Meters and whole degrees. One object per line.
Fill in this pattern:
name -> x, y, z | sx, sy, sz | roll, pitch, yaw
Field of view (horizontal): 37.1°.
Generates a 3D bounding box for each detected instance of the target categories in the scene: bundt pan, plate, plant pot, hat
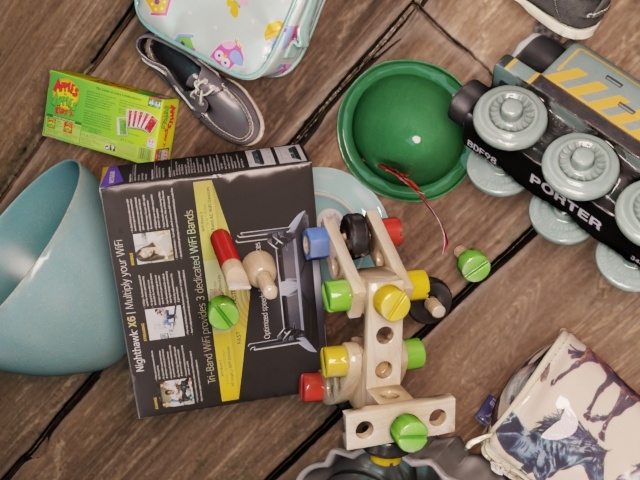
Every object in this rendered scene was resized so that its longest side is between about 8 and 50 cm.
bundt pan -> 0.124, 0.365, 1.167 | 0.331, 0.124, 0.331 | 13, 117, 26
plate -> 0.000, 0.000, 1.225 | 0.188, 0.024, 0.188 | 4, 102, 22
plant pot -> -0.336, 0.065, 1.263 | 0.290, 0.290, 0.195 | -37, 122, 24
hat -> 0.085, -0.113, 1.081 | 0.208, 0.183, 0.173 | 18, 107, 18

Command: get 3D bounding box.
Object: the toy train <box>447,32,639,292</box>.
toy train -> 0.300, -0.089, 1.002 | 0.334, 0.142, 0.190 | 39, 71, 22

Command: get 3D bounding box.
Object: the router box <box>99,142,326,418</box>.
router box -> -0.122, 0.051, 1.159 | 0.243, 0.081, 0.309 | -7, 113, -8

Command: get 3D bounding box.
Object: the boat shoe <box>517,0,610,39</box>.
boat shoe -> 0.213, -0.312, 1.035 | 0.233, 0.084, 0.079 | 35, 151, 13

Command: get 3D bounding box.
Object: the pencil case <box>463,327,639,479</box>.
pencil case -> 0.359, 0.299, 1.058 | 0.410, 0.160, 0.183 | 44, 88, 9

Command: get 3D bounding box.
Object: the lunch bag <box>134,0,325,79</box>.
lunch bag -> -0.085, -0.338, 1.150 | 0.224, 0.108, 0.279 | 29, 110, 11

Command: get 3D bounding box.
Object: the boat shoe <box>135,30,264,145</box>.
boat shoe -> -0.160, -0.195, 1.230 | 0.206, 0.065, 0.075 | 45, 112, 8

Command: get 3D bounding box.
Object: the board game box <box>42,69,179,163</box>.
board game box -> -0.287, -0.167, 1.298 | 0.181, 0.043, 0.092 | 17, 105, 18

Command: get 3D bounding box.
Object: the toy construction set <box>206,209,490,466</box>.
toy construction set -> 0.028, 0.103, 1.036 | 0.309, 0.237, 0.257 | 22, 105, -21
